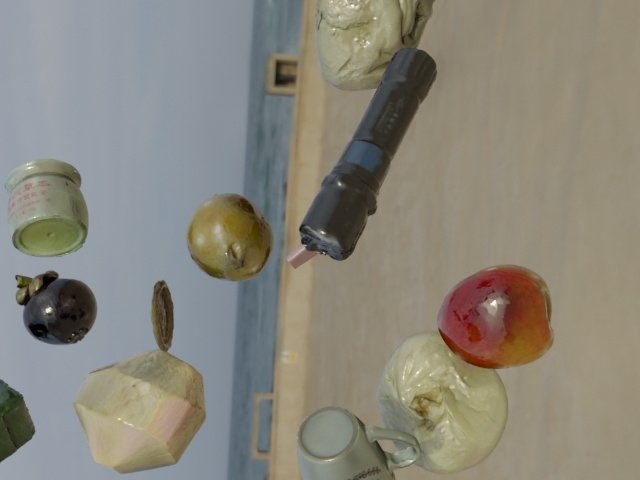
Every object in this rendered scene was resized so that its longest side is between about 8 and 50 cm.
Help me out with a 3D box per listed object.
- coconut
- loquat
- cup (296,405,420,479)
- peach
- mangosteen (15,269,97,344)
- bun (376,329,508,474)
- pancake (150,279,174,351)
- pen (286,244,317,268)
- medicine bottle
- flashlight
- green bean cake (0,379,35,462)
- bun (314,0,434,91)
[{"bbox_3d":[-0.356,0.338,1.748,0.259,0.259,0.259,-177,90,-85],"label":"coconut"},{"bbox_3d":[-0.152,-0.002,1.490,0.195,0.152,0.152,-134,47,-75],"label":"loquat"},{"bbox_3d":[0.079,0.450,1.856,0.186,0.258,0.234,-112,3,-47],"label":"cup"},{"bbox_3d":[0.402,0.174,2.085,0.245,0.274,0.248,50,-148,-49],"label":"peach"},{"bbox_3d":[-0.677,0.161,2.251,0.194,0.230,0.194,-44,-9,-9],"label":"mangosteen"},{"bbox_3d":[0.285,0.407,2.242,0.213,0.361,0.361,6,-94,-53],"label":"bun"},{"bbox_3d":[-0.241,0.115,1.360,0.115,0.011,0.115,-2,-90,-86],"label":"pancake"},{"bbox_3d":[0.000,0.000,2.282,0.053,0.197,0.032,51,-174,-37],"label":"pen"},{"bbox_3d":[-0.514,-0.061,1.666,0.147,0.147,0.143,101,156,-56],"label":"medicine bottle"},{"bbox_3d":[0.087,-0.160,1.519,0.103,0.103,0.424,104,-169,-66],"label":"flashlight"},{"bbox_3d":[-0.903,0.450,2.155,0.308,0.300,0.169,-41,-41,-40],"label":"green bean cake"},{"bbox_3d":[0.132,-0.499,1.939,0.360,0.211,0.360,18,-90,-71],"label":"bun"}]
